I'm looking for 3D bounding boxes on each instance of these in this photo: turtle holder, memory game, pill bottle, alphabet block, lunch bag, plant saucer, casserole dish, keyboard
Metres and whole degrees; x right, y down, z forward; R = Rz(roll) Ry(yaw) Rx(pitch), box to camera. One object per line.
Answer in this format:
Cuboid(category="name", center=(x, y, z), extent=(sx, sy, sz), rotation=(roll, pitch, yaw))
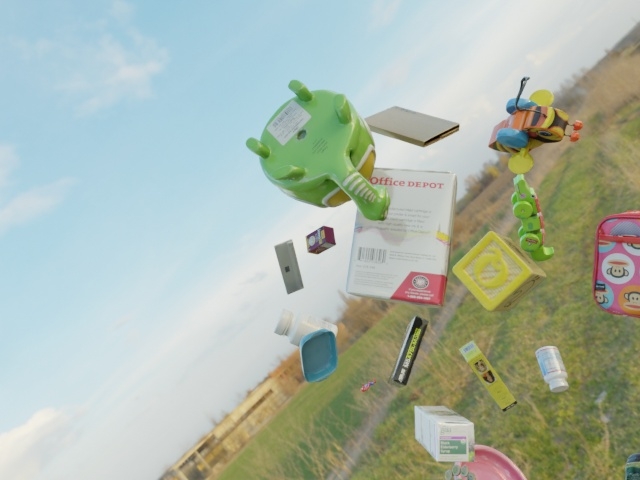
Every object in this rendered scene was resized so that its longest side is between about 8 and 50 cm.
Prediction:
Cuboid(category="turtle holder", center=(0.026, -0.183, 1.101), extent=(0.227, 0.320, 0.243), rotation=(38, -111, -50))
Cuboid(category="memory game", center=(0.453, 0.835, 1.692), extent=(0.186, 0.012, 0.186), rotation=(-50, 25, 33))
Cuboid(category="pill bottle", center=(-0.060, 0.356, 2.013), extent=(0.131, 0.229, 0.131), rotation=(-157, 90, -86))
Cuboid(category="alphabet block", center=(0.590, 0.106, 1.691), extent=(0.197, 0.193, 0.192), rotation=(9, -55, -53))
Cuboid(category="lunch bag", center=(0.731, 0.037, 1.056), extent=(0.293, 0.258, 0.120), rotation=(5, 5, 42))
Cuboid(category="plant saucer", center=(0.640, 0.940, 1.922), extent=(0.332, 0.332, 0.084), rotation=(-34, -24, -52))
Cuboid(category="casserole dish", center=(-0.009, 0.330, 1.487), extent=(0.114, 0.037, 0.188), rotation=(-19, -58, -22))
Cuboid(category="keyboard", center=(-0.115, 0.103, 1.916), extent=(0.072, 0.014, 0.256), rotation=(-18, -50, -8))
Cuboid(category="pill bottle", center=(0.893, 0.495, 1.970), extent=(0.087, 0.087, 0.160), rotation=(-50, 33, 43))

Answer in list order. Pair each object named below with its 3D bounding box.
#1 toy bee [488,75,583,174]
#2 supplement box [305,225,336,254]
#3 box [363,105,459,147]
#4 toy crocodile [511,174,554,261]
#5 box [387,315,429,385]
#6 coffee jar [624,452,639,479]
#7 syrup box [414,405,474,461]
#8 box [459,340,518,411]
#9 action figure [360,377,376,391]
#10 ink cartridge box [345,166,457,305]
Cuboid(category="toy bee", center=(0.477, -0.239, 1.135), extent=(0.298, 0.162, 0.195), rotation=(-45, -27, -71))
Cuboid(category="supplement box", center=(0.000, 0.000, 1.464), extent=(0.043, 0.055, 0.083), rotation=(13, -31, -39))
Cuboid(category="box", center=(0.220, -0.288, 1.286), extent=(0.164, 0.201, 0.021), rotation=(-31, -46, -38))
Cuboid(category="toy crocodile", center=(0.751, -0.076, 1.830), extent=(0.105, 0.340, 0.115), rotation=(-12, 20, 22))
Cuboid(category="box", center=(0.240, 0.313, 1.420), extent=(0.190, 0.045, 0.184), rotation=(79, -145, -73))
Cuboid(category="coffee jar", center=(0.734, 0.583, 1.164), extent=(0.184, 0.096, 0.079), rotation=(-49, 2, -37))
Cuboid(category="syrup box", center=(0.315, 0.495, 1.329), extent=(0.093, 0.096, 0.237), rotation=(1, -7, -2))
Cuboid(category="box", center=(0.537, 0.435, 1.644), extent=(0.058, 0.232, 0.087), rotation=(-36, 14, 7))
Cuboid(category="action figure", center=(0.187, 0.584, 2.061), extent=(0.038, 0.030, 0.115), rotation=(-31, -8, 25))
Cuboid(category="ink cartridge box", center=(0.198, -0.005, 1.220), extent=(0.131, 0.226, 0.306), rotation=(36, -118, -71))
